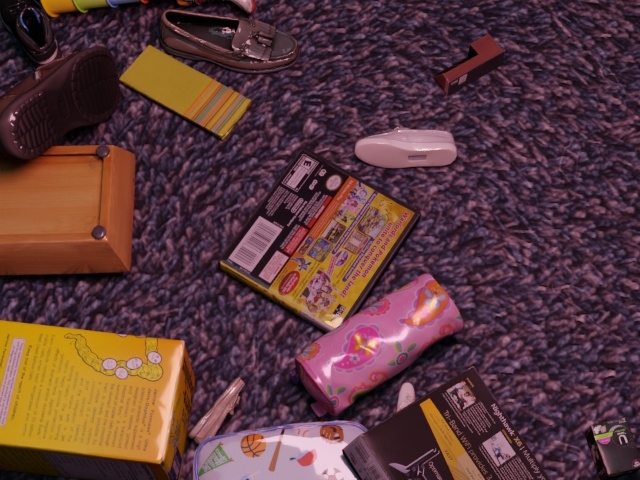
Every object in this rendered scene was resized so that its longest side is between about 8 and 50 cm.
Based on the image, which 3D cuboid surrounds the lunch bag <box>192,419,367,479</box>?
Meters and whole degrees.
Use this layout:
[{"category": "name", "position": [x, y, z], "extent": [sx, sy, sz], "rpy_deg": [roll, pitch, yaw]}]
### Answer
[{"category": "lunch bag", "position": [-0.053, 0.409, 1.691], "extent": [0.303, 0.115, 0.243], "rpy_deg": [-7, 68, -4]}]

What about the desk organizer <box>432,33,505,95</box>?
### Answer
[{"category": "desk organizer", "position": [0.276, -0.329, 2.067], "extent": [0.130, 0.047, 0.050], "rpy_deg": [-30, 67, -14]}]

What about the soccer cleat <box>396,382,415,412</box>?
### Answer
[{"category": "soccer cleat", "position": [0.138, 0.269, 1.796], "extent": [0.029, 0.035, 0.083], "rpy_deg": [12, 66, 5]}]

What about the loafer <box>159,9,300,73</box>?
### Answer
[{"category": "loafer", "position": [-0.172, -0.376, 2.063], "extent": [0.267, 0.084, 0.096], "rpy_deg": [8, 65, 3]}]

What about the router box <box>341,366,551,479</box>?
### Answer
[{"category": "router box", "position": [0.216, 0.378, 1.661], "extent": [0.243, 0.081, 0.309], "rpy_deg": [-25, 74, -33]}]

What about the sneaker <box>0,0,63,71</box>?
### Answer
[{"category": "sneaker", "position": [-0.545, -0.417, 2.059], "extent": [0.079, 0.121, 0.217], "rpy_deg": [-30, 69, -14]}]

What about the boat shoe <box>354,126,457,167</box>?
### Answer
[{"category": "boat shoe", "position": [0.153, -0.175, 1.988], "extent": [0.184, 0.066, 0.063], "rpy_deg": [-2, 51, 1]}]

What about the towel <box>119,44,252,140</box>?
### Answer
[{"category": "towel", "position": [-0.251, -0.276, 2.055], "extent": [0.237, 0.021, 0.102], "rpy_deg": [30, 63, 13]}]

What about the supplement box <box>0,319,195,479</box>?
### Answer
[{"category": "supplement box", "position": [-0.390, 0.254, 1.712], "extent": [0.356, 0.194, 0.195], "rpy_deg": [6, 66, 2]}]

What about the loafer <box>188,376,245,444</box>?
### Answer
[{"category": "loafer", "position": [-0.161, 0.279, 1.790], "extent": [0.039, 0.045, 0.125], "rpy_deg": [41, 77, -1]}]

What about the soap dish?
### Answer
[{"category": "soap dish", "position": [-0.470, -0.057, 1.897], "extent": [0.291, 0.118, 0.229], "rpy_deg": [-1, 65, 0]}]

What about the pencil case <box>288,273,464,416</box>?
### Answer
[{"category": "pencil case", "position": [0.093, 0.171, 1.800], "extent": [0.284, 0.124, 0.124], "rpy_deg": [-33, 70, -14]}]

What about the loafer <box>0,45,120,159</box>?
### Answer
[{"category": "loafer", "position": [-0.475, -0.249, 1.912], "extent": [0.130, 0.134, 0.366], "rpy_deg": [3, 24, 22]}]

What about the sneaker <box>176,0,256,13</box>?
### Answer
[{"category": "sneaker", "position": [-0.227, -0.481, 2.124], "extent": [0.225, 0.088, 0.093], "rpy_deg": [23, 88, 10]}]

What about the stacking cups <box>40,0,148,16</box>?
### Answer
[{"category": "stacking cups", "position": [-0.364, -0.474, 2.066], "extent": [0.316, 0.096, 0.096], "rpy_deg": [-1, 65, 13]}]

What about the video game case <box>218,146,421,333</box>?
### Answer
[{"category": "video game case", "position": [0.000, 0.000, 1.920], "extent": [0.248, 0.035, 0.275], "rpy_deg": [30, 68, 13]}]

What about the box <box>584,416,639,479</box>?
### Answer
[{"category": "box", "position": [0.467, 0.333, 1.760], "extent": [0.062, 0.052, 0.083], "rpy_deg": [-12, 67, -4]}]
